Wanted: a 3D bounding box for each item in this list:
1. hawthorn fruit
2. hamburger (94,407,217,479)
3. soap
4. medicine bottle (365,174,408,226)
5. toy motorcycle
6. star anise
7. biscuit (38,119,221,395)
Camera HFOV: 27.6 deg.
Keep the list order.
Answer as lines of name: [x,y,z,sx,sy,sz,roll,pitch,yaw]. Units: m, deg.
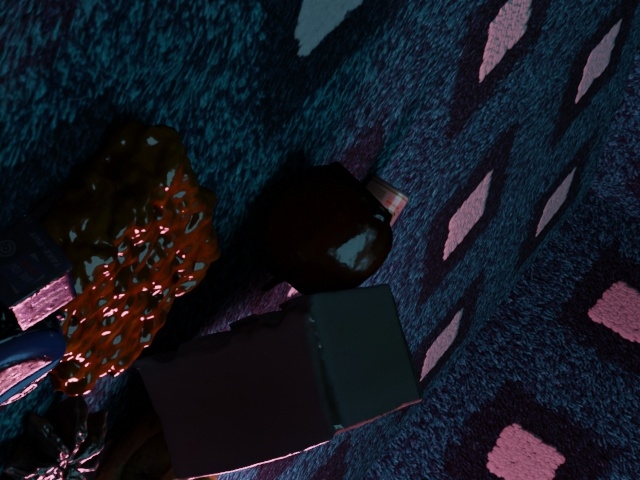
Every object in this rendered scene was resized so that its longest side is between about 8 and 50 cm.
hawthorn fruit: [0.000,0.000,2.099,0.249,0.215,0.215,-48,160,-20]
hamburger: [-0.259,0.366,2.136,0.309,0.132,0.211,-34,150,-52]
soap: [-0.033,0.218,2.077,0.350,0.212,0.435,-24,172,26]
medicine bottle: [0.086,-0.026,2.463,0.183,0.086,0.086,-58,162,0]
toy motorcycle: [-0.416,0.131,1.331,0.358,0.125,0.212,-35,157,-20]
star anise: [-0.372,0.318,1.837,0.209,0.089,0.231,-46,148,-11]
biscuit: [-0.257,0.031,1.632,0.312,0.110,0.318,-52,159,-22]
